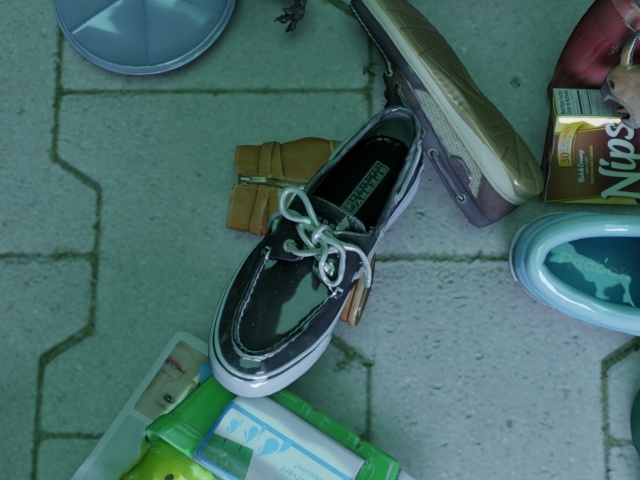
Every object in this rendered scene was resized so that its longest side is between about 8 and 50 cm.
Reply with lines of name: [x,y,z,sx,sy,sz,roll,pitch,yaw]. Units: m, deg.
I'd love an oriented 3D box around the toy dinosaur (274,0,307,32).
toy dinosaur: [-0.055,-0.289,1.124,0.268,0.064,0.118,13,68,-8]

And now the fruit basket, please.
fruit basket: [-0.094,0.297,0.965,0.327,0.165,0.353,32,62,8]

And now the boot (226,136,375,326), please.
boot: [-0.020,-0.010,1.092,0.152,0.073,0.197,2,67,2]

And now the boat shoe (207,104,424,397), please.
boat shoe: [0.004,0.002,0.983,0.113,0.105,0.306,36,67,13]

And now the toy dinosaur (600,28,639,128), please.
toy dinosaur: [0.417,-0.150,0.938,0.296,0.127,0.200,-32,97,4]

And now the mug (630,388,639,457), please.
mug: [0.367,0.187,1.020,0.129,0.097,0.158,-2,79,2]

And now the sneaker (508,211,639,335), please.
sneaker: [0.357,0.048,1.004,0.366,0.150,0.135,4,95,10]

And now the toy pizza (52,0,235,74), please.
toy pizza: [-0.187,-0.271,1.166,0.201,0.032,0.201,-1,79,4]

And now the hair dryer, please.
hair dryer: [0.329,-0.237,1.055,0.080,0.223,0.293,44,114,6]

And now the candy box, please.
candy box: [0.316,-0.090,1.067,0.187,0.109,0.053,2,42,5]

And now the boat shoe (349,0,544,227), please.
boat shoe: [0.108,-0.138,1.095,0.092,0.103,0.285,-42,78,28]
